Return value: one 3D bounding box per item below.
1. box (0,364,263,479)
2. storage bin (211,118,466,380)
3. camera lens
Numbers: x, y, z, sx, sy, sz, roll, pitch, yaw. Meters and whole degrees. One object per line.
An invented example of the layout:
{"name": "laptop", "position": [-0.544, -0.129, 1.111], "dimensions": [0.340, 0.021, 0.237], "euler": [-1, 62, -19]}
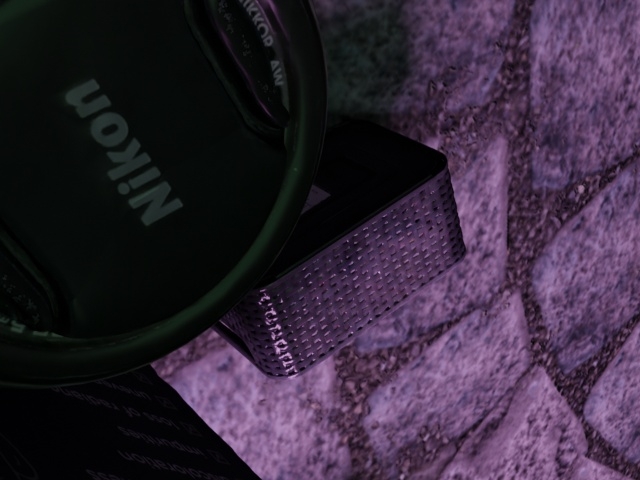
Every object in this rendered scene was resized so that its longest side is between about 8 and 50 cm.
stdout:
{"name": "box", "position": [-0.184, 0.210, 0.378], "dimensions": [0.297, 0.472, 0.480], "euler": [-57, 142, -1]}
{"name": "storage bin", "position": [0.000, 0.000, 0.698], "dimensions": [0.180, 0.122, 0.084], "euler": [-32, 128, -21]}
{"name": "camera lens", "position": [-0.147, -0.078, 0.446], "dimensions": [0.219, 0.274, 0.219], "euler": [-17, 120, -31]}
